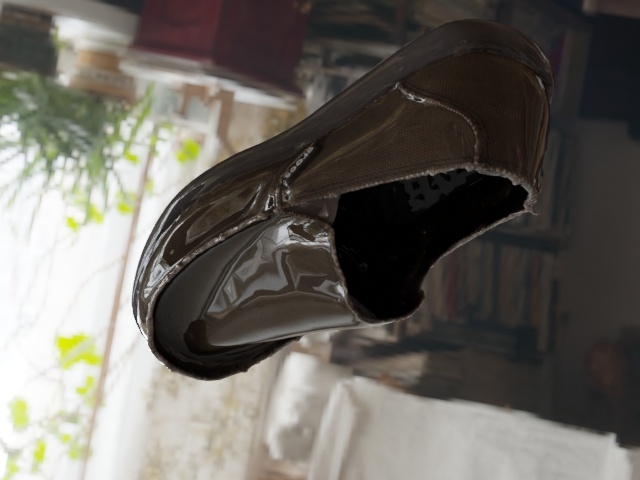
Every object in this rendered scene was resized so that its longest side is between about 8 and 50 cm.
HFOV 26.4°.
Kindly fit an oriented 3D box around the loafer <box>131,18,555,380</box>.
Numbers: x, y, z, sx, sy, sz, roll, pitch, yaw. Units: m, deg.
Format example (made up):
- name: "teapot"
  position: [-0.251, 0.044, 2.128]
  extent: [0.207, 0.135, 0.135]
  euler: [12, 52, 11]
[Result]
- name: "loafer"
  position: [0.000, 0.000, 0.902]
  extent: [0.134, 0.130, 0.366]
  euler: [29, 129, -30]
